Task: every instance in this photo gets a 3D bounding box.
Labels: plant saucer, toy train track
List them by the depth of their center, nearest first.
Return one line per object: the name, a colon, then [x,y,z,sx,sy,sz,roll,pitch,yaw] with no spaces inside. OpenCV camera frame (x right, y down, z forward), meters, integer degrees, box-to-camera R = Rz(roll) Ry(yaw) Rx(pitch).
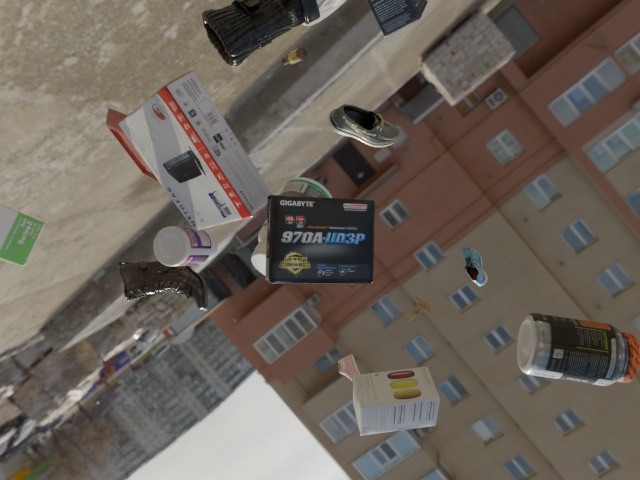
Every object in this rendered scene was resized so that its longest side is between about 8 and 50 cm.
toy train track: [0.195,0.141,1.127,0.083,0.048,0.014,-27,159,-45]
plant saucer: [-0.537,-0.266,1.707,0.048,0.258,0.259,-44,-140,-18]

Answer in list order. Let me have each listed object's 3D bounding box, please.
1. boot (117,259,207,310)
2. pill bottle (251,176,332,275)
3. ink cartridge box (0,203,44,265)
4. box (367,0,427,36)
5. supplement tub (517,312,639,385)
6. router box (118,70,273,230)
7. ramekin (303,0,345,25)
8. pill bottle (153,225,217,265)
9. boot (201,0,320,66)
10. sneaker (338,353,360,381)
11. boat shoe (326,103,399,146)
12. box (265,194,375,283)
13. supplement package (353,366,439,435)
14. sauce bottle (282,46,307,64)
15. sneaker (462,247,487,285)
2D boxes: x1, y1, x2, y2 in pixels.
boot: [-0.486,0.144,1.740,0.229,0.263,0.091,-16,141,-30]
pill bottle: [-0.105,-0.041,2.085,0.204,0.204,0.361,-38,-157,56]
ink cartridge box: [-0.804,-0.047,1.284,0.198,0.273,0.114,3,-112,52]
box: [0.182,-0.669,1.477,0.108,0.207,0.153,-18,-152,31]
supplement tub: [0.475,0.204,1.051,0.117,0.190,0.117,8,90,-85]
router box: [-0.302,-0.193,1.350,0.301,0.335,0.082,-10,-152,52]
ramekin: [0.002,-0.827,1.828,0.277,0.135,0.277,-37,-175,3]
pill bottle: [-0.367,0.017,1.573,0.108,0.108,0.193,-39,168,12]
boot: [-0.179,-0.585,1.433,0.260,0.131,0.348,-31,-141,-3]
sneaker: [0.105,0.486,2.046,0.070,0.134,0.051,-16,163,-19]
boat shoe: [0.171,-0.417,2.045,0.305,0.109,0.091,9,158,-31]
box: [0.000,0.000,1.148,0.220,0.175,0.051,2,179,-18]
supplement package: [0.233,0.502,1.777,0.244,0.134,0.139,-6,-146,-6]
sauce bottle: [-0.089,-0.609,1.877,0.042,0.042,0.128,-40,-156,-21]
sneaker: [0.570,0.090,2.114,0.073,0.162,0.063,21,130,-41]
